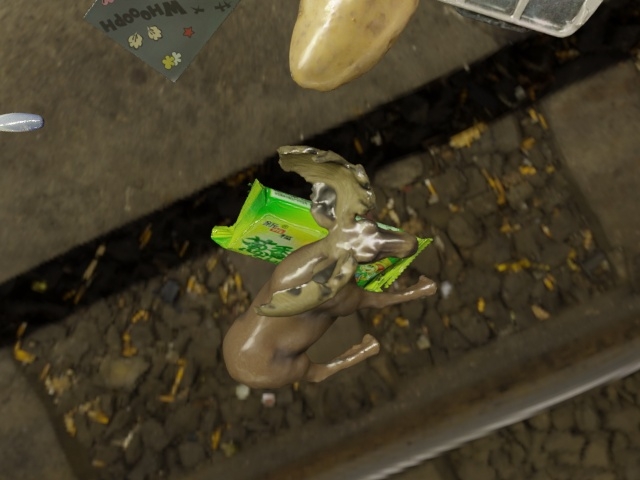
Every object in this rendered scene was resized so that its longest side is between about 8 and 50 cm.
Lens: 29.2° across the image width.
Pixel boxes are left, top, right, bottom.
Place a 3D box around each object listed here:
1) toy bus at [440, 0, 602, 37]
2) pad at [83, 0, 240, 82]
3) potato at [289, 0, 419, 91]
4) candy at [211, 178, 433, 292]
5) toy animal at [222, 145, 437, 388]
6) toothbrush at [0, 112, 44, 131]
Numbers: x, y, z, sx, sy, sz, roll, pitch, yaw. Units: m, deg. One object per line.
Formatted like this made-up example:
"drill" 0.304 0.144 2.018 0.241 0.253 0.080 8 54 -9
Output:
"toy bus" 0.121 -0.292 1.159 0.342 0.097 0.138 12 120 -23
"pad" -0.204 -0.365 1.773 0.170 0.006 0.245 35 109 -21
"potato" 0.045 -0.312 1.698 0.161 0.128 0.235 15 92 -26
"candy" 0.000 0.001 1.099 0.178 0.032 0.102 18 145 -24
"toy animal" 0.000 0.031 0.821 0.186 0.094 0.214 2 136 -48
"toothbrush" -0.411 -0.111 1.238 0.269 0.027 0.021 -4 92 4
